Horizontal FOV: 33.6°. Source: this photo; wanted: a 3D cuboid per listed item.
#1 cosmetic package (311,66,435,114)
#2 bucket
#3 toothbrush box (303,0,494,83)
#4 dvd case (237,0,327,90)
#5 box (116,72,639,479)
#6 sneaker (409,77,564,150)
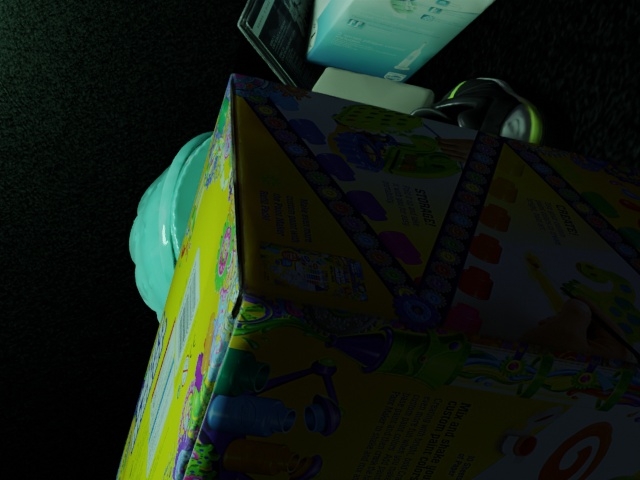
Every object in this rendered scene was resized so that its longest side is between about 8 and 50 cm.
[{"bbox_3d":[0.000,0.000,0.925,0.309,0.113,0.160,-62,-18,-46],"label":"cosmetic package"},{"bbox_3d":[-0.070,-0.001,1.191,0.183,0.281,0.281,148,132,-67],"label":"bucket"},{"bbox_3d":[0.090,-0.313,1.078,0.295,0.126,0.216,152,127,-72],"label":"toothbrush box"},{"bbox_3d":[-0.005,-0.234,1.218,0.018,0.221,0.164,-1,57,35],"label":"dvd case"},{"bbox_3d":[0.052,0.107,0.554,0.177,0.279,0.290,-98,24,-54],"label":"box"},{"bbox_3d":[0.113,-0.097,0.858,0.235,0.097,0.084,-137,60,-74],"label":"sneaker"}]
